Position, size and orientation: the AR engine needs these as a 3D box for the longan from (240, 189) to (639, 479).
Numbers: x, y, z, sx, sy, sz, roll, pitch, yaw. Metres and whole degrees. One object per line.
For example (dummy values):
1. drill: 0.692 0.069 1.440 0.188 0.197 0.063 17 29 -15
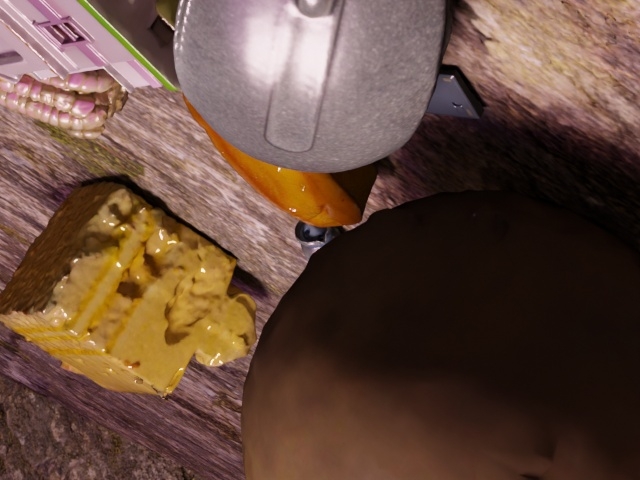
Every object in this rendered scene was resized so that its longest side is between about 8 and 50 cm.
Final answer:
1. longan: 0.134 0.149 1.318 0.436 0.404 0.404 -29 123 33

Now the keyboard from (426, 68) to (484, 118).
1. keyboard: 0.063 -0.135 1.308 0.176 0.014 0.055 11 152 45

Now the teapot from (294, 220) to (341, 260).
1. teapot: 0.004 0.000 1.700 0.049 0.064 0.083 -11 143 15

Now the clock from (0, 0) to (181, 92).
1. clock: -0.255 -0.243 1.295 0.309 0.166 0.235 -2 143 46

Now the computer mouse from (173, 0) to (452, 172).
1. computer mouse: -0.007 -0.144 1.162 0.203 0.114 0.374 14 154 3

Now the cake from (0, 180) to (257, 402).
1. cake: -0.247 0.087 2.011 0.286 0.222 0.227 39 161 -24

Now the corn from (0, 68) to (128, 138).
1. corn: -0.351 -0.207 1.513 0.335 0.127 0.126 20 161 -2

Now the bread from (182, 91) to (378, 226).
1. bread: -0.034 -0.100 1.428 0.102 0.094 0.245 6 149 41
